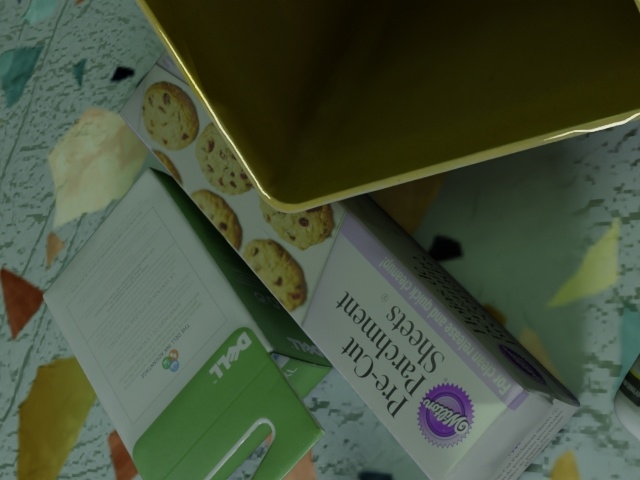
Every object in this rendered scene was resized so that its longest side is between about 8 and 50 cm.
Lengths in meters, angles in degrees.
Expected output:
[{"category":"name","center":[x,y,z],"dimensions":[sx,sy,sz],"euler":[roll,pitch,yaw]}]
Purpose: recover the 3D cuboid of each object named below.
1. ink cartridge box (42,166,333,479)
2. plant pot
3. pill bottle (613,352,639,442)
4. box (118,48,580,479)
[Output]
[{"category":"ink cartridge box","center":[-0.067,0.069,0.645],"dimensions":[0.109,0.062,0.209],"euler":[-48,54,14]},{"category":"plant pot","center":[0.041,-0.170,0.541],"dimensions":[0.212,0.212,0.187],"euler":[-15,31,32]},{"category":"pill bottle","center":[0.202,0.018,0.440],"dimensions":[0.103,0.103,0.184],"euler":[36,98,38]},{"category":"box","center":[0.000,0.000,0.618],"dimensions":[0.067,0.063,0.324],"euler":[-52,53,13]}]
